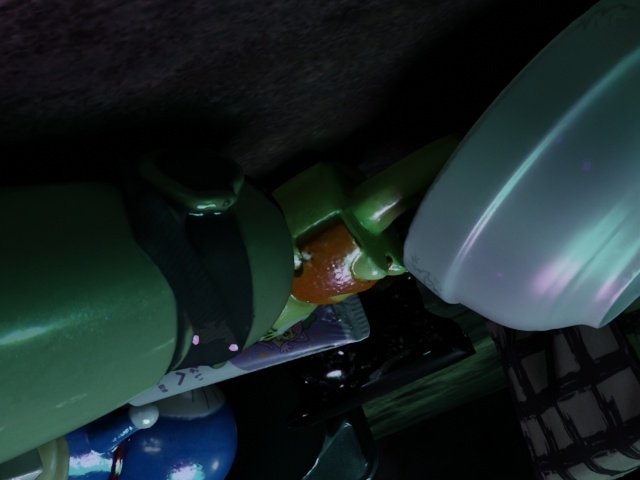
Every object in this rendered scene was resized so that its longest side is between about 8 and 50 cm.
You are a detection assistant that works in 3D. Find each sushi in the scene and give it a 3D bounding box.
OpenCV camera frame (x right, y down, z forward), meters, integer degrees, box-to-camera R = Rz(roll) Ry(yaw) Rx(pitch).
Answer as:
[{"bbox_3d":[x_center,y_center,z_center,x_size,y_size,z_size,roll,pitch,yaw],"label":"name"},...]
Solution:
[{"bbox_3d":[0.029,0.081,1.160,0.172,0.150,0.153,-29,164,17],"label":"sushi"}]

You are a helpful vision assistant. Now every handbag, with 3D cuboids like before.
[{"bbox_3d":[0.287,0.084,1.230,0.163,0.327,0.325,-20,165,-19],"label":"handbag"},{"bbox_3d":[-0.078,0.258,1.353,0.089,0.238,0.326,23,121,-31],"label":"handbag"}]

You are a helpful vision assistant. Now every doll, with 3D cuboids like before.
[{"bbox_3d":[-0.220,0.209,1.270,0.257,0.161,0.215,5,165,-30],"label":"doll"}]

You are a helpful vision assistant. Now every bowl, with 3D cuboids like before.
[{"bbox_3d":[0.210,-0.037,0.880,0.287,0.144,0.287,-41,163,-16],"label":"bowl"}]

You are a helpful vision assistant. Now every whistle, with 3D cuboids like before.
[{"bbox_3d":[0.000,0.000,0.931,0.288,0.106,0.131,-30,170,22],"label":"whistle"}]

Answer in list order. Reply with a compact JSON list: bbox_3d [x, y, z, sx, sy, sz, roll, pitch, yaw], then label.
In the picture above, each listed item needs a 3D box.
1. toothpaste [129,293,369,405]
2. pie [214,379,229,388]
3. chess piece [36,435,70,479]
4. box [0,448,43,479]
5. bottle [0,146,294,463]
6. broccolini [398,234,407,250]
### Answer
[{"bbox_3d":[-0.106,0.091,1.106,0.299,0.114,0.073,-23,172,15],"label":"toothpaste"},{"bbox_3d":[-0.083,0.222,1.574,0.323,0.070,0.323,-16,158,-7],"label":"pie"},{"bbox_3d":[-0.312,0.172,1.001,0.144,0.144,0.251,-22,160,-7],"label":"chess piece"},{"bbox_3d":[-0.328,0.132,0.805,0.233,0.149,0.067,-12,164,-37],"label":"box"},{"bbox_3d":[-0.173,0.040,0.714,0.347,0.168,0.168,-18,164,-39],"label":"bottle"},{"bbox_3d":[0.058,0.042,1.290,0.052,0.054,0.194,-1,157,-12],"label":"broccolini"}]
